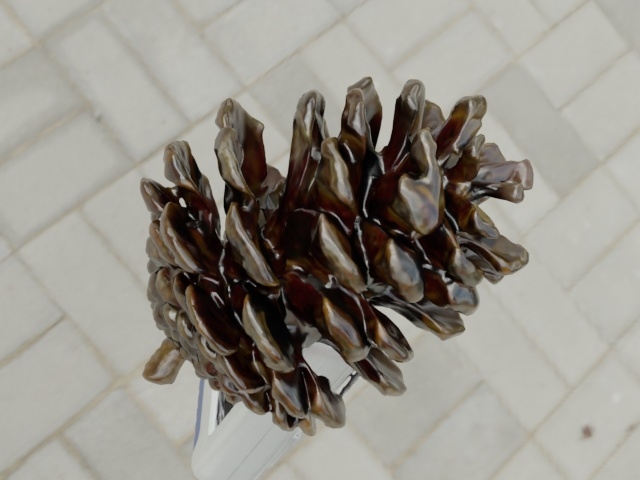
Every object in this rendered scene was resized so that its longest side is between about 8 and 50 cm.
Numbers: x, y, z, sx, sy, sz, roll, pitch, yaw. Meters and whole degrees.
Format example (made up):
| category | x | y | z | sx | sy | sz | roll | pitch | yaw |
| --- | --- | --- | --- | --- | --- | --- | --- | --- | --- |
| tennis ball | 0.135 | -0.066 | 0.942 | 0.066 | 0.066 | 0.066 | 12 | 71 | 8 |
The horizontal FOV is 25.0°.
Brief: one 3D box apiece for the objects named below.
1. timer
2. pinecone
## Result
| category | x | y | z | sx | sy | sz | roll | pitch | yaw |
| --- | --- | --- | --- | --- | --- | --- | --- | --- | --- |
| timer | -0.031 | 0.092 | 1.264 | 0.078 | 0.253 | 0.178 | 19 | 45 | -19 |
| pinecone | 0.000 | 0.000 | 1.015 | 0.309 | 0.244 | 0.244 | -27 | 84 | 8 |
